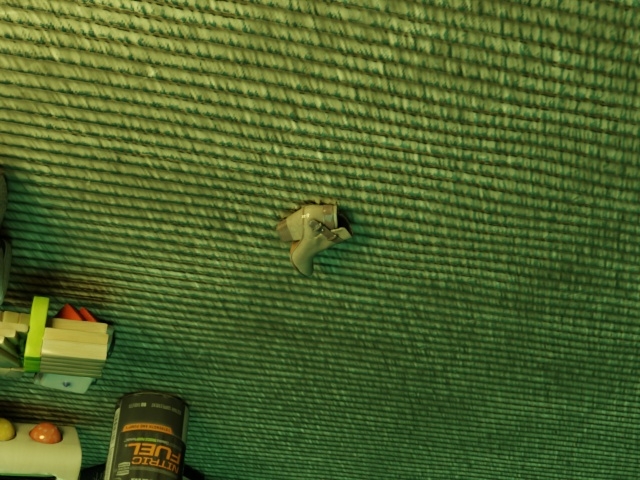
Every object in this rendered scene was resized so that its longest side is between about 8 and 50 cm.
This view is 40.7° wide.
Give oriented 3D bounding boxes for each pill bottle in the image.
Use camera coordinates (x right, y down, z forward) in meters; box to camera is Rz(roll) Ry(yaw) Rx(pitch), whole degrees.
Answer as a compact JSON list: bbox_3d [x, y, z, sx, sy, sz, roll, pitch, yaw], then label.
[{"bbox_3d":[-0.292,0.388,1.431,0.130,0.245,0.130,0,143,0],"label":"pill bottle"}]

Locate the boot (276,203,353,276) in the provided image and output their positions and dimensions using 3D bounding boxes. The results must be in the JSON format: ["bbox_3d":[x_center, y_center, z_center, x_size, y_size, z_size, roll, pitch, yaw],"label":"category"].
[{"bbox_3d":[0.000,0.000,1.096,0.087,0.042,0.118,-14,140,14],"label":"boot"}]

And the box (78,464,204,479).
[{"bbox_3d":[-0.357,0.509,1.700,0.207,0.108,0.153,-21,138,25],"label":"box"}]

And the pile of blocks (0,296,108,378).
[{"bbox_3d":[-0.457,0.118,1.180,0.362,0.112,0.149,-2,156,5],"label":"pile of blocks"}]

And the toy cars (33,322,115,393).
[{"bbox_3d":[-0.477,0.220,1.343,0.394,0.087,0.176,-15,140,18],"label":"toy cars"}]

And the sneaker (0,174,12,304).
[{"bbox_3d":[-0.460,-0.007,1.036,0.153,0.101,0.268,6,145,-12],"label":"sneaker"}]

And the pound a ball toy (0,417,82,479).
[{"bbox_3d":[-0.521,0.381,1.445,0.319,0.208,0.135,10,102,-26],"label":"pound a ball toy"}]
